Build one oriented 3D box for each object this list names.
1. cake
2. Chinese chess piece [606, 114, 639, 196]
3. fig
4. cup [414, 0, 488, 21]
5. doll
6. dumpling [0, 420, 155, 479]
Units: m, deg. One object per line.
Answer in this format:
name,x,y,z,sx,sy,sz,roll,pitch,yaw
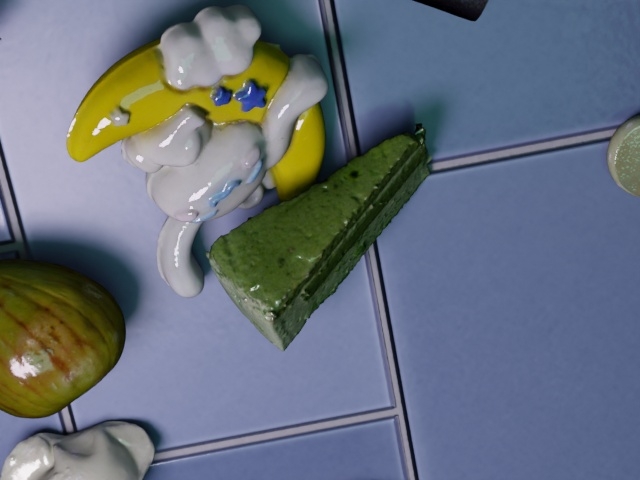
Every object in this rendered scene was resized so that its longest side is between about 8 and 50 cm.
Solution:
cake,0.021,0.000,1.279,0.235,0.100,0.099,-31,64,-4
Chinese chess piece,0.317,-0.082,1.327,0.084,0.034,0.084,0,110,-1
fig,-0.306,0.050,1.282,0.151,0.151,0.259,-43,102,11
cup,0.078,-0.320,1.198,0.177,0.239,0.166,14,149,-2
doll,-0.100,-0.086,1.257,0.252,0.111,0.237,-41,133,5
dumpling,-0.252,0.248,1.379,0.134,0.100,0.169,30,100,3
